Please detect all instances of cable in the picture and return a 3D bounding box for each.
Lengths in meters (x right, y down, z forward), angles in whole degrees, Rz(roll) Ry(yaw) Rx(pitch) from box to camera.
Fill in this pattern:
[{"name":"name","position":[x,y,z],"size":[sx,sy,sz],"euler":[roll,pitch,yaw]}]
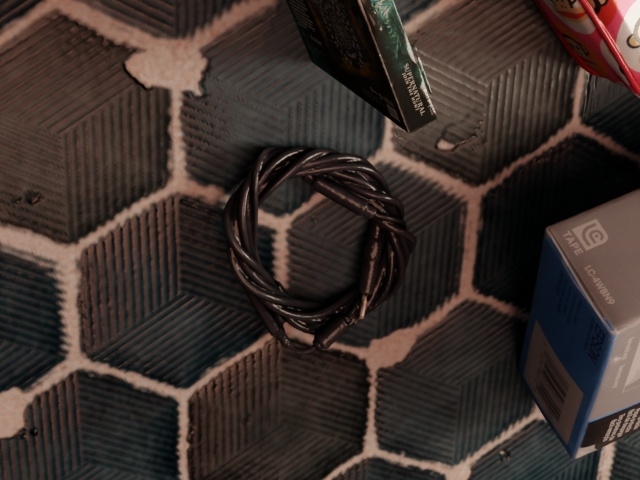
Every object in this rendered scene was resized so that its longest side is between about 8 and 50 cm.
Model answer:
[{"name":"cable","position":[0.000,0.000,0.923],"size":[0.150,0.047,0.184],"euler":[-29,119,-5]}]

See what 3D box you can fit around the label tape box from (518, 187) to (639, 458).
[{"name":"label tape box","position":[0.355,0.033,0.972],"size":[0.347,0.115,0.249],"euler":[-20,148,-8]}]

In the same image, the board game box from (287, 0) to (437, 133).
[{"name":"board game box","position":[0.013,-0.158,0.775],"size":[0.026,0.186,0.126],"euler":[-29,120,-8]}]

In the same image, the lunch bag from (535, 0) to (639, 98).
[{"name":"lunch bag","position":[0.301,-0.256,0.871],"size":[0.293,0.120,0.258],"euler":[-42,121,2]}]
